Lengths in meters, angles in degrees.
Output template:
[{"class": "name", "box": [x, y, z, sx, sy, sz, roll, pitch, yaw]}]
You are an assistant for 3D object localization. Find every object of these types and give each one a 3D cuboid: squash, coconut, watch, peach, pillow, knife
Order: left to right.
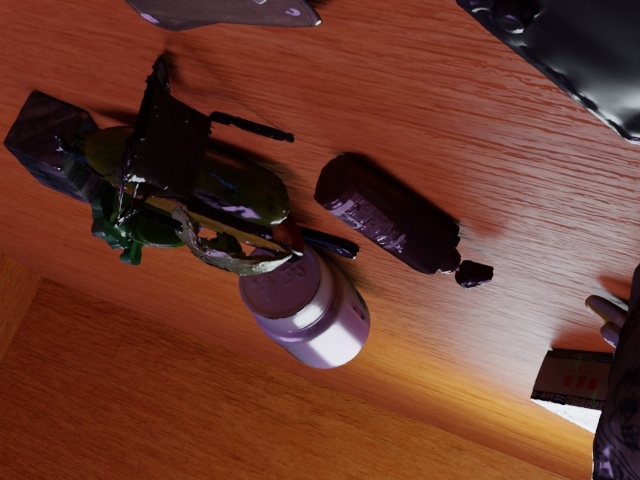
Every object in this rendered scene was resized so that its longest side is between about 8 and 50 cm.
[{"class": "watch", "box": [-0.247, -0.045, 1.496, 0.151, 0.131, 0.165, -3, 152, 24]}, {"class": "squash", "box": [-0.186, -0.090, 1.230, 0.331, 0.087, 0.087, 17, 165, 20]}, {"class": "pillow", "box": [-0.103, -0.201, 0.768, 0.217, 0.033, 0.130, 12, 159, 44]}, {"class": "peach", "box": [-0.144, -0.049, 1.347, 0.279, 0.068, 0.189, 24, 169, -15]}, {"class": "coconut", "box": [-0.117, 0.009, 1.240, 0.158, 0.055, 0.133, 21, 171, -9]}, {"class": "knife", "box": [0.000, 0.000, 1.406, 0.121, 0.018, 0.031, 18, 164, 30]}]

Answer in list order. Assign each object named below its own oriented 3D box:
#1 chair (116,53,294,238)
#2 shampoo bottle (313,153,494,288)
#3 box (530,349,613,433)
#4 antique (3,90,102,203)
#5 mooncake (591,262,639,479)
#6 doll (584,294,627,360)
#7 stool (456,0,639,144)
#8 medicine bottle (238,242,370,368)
[{"class": "chair", "box": [-0.149, -0.086, 1.021, 0.149, 0.174, 0.213, 8, 170, 38]}, {"class": "shampoo bottle", "box": [0.096, -0.012, 1.095, 0.236, 0.067, 0.068, 33, 174, -35]}, {"class": "box", "box": [0.482, 0.260, 1.434, 0.310, 0.084, 0.198, 29, 166, -21]}, {"class": "antique", "box": [-0.358, -0.123, 1.395, 0.086, 0.088, 0.183, 23, 167, 8]}, {"class": "mooncake", "box": [0.338, 0.120, 0.783, 0.136, 0.255, 0.250, 17, 168, -24]}, {"class": "doll", "box": [0.421, 0.156, 1.116, 0.316, 0.146, 0.103, 24, 135, -25]}, {"class": "stool", "box": [0.172, -0.121, 0.365, 0.232, 0.141, 0.232, 22, 167, 5]}, {"class": "medicine bottle", "box": [-0.022, 0.097, 1.533, 0.151, 0.152, 0.254, 18, 164, 24]}]
